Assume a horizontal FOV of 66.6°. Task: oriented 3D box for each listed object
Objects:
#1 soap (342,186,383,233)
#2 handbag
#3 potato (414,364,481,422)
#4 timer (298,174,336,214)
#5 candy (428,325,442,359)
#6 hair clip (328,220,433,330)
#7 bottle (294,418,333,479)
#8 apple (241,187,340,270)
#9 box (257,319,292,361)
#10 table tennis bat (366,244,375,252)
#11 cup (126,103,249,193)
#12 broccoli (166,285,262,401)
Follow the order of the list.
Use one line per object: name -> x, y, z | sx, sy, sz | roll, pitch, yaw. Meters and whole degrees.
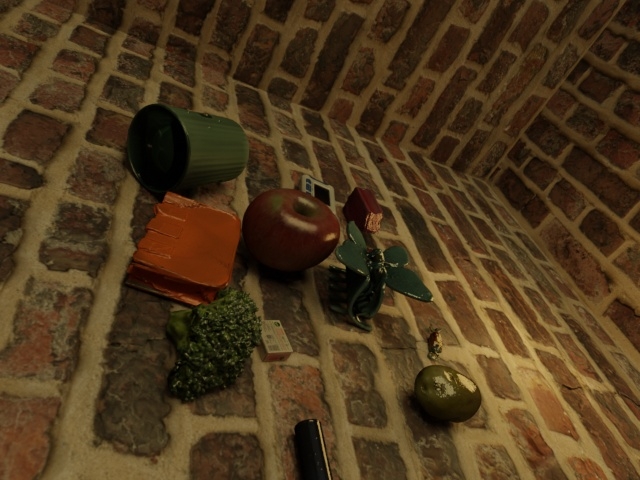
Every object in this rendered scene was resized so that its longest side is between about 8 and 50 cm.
soap -> 0.206, -0.125, 2.283 | 0.099, 0.162, 0.250 | 14, 34, -27
handbag -> -0.420, 0.025, 1.556 | 0.304, 0.116, 0.410 | 20, 31, -13
potato -> 0.419, 0.494, 1.570 | 0.251, 0.159, 0.174 | 23, 54, -30
timer -> -0.021, -0.195, 2.271 | 0.178, 0.078, 0.253 | 24, 32, -17
candy -> 0.438, 0.384, 1.854 | 0.053, 0.046, 0.182 | 26, 32, -5
hair clip -> 0.163, 0.132, 1.785 | 0.392, 0.238, 0.318 | 24, 30, -17
bottle -> -0.013, 0.555, 1.170 | 0.082, 0.072, 0.244 | 5, 38, -19
apple -> -0.113, -0.023, 1.740 | 0.345, 0.269, 0.344 | 20, 35, -15
box -> -0.148, 0.298, 1.457 | 0.089, 0.043, 0.125 | 7, 38, -35
table tennis bat -> 0.222, 0.064, 2.167 | 0.098, 0.019, 0.154 | 22, 28, -16
cup -> -0.524, -0.375, 1.870 | 0.401, 0.310, 0.392 | 44, 27, 17
broccoli -> -0.297, 0.261, 1.276 | 0.288, 0.247, 0.246 | -18, 19, -41
